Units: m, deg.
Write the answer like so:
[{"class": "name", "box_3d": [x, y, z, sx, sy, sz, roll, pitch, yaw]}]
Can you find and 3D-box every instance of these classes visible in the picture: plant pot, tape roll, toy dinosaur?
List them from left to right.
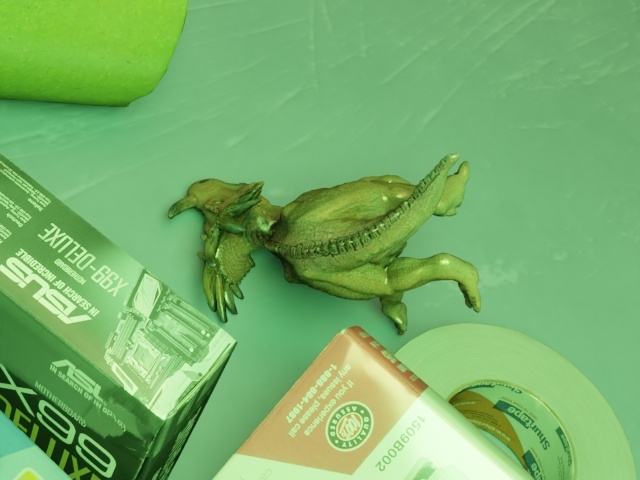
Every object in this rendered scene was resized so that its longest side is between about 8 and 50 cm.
[{"class": "plant pot", "box_3d": [-0.251, -0.215, 1.007, 0.254, 0.276, 0.276, 9, 51, -32]}, {"class": "toy dinosaur", "box_3d": [0.000, 0.000, 0.954, 0.200, 0.296, 0.127, 5, 83, -16]}, {"class": "tape roll", "box_3d": [0.128, 0.174, 0.970, 0.219, 0.072, 0.219, 12, 50, -15]}]

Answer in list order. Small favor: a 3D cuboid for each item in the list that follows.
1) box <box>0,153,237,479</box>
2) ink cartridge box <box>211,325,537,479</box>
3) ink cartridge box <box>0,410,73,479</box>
[{"class": "box", "box_3d": [-0.218, 0.052, 0.805, 0.307, 0.242, 0.076, 38, 51, 7]}, {"class": "ink cartridge box", "box_3d": [0.062, 0.223, 0.815, 0.283, 0.117, 0.207, 40, 88, 10]}, {"class": "ink cartridge box", "box_3d": [-0.353, 0.133, 0.704, 0.395, 0.151, 0.270, 43, 50, -1]}]
